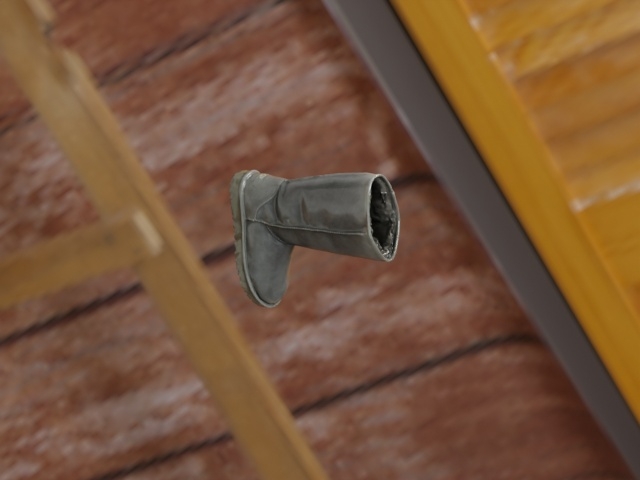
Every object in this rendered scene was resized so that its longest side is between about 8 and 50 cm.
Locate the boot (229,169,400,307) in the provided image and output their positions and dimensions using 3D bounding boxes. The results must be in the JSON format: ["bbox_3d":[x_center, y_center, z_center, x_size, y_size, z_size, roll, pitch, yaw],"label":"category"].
[{"bbox_3d":[-0.001,0.002,2.079,0.209,0.189,0.076,5,31,30],"label":"boot"}]
